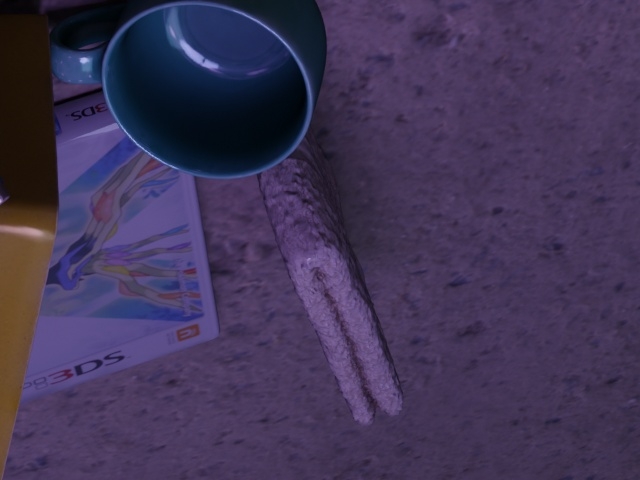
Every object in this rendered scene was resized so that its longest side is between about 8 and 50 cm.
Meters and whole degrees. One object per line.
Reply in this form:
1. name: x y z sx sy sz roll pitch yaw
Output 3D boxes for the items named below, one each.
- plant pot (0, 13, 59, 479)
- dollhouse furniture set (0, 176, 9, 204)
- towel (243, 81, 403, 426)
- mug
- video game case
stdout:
1. plant pot: -0.266 -0.004 1.125 0.187 0.212 0.212 6 127 -16
2. dollhouse furniture set: -0.273 -0.067 0.882 0.286 0.303 0.198 -35 -174 18
3. towel: 0.000 0.000 1.350 0.049 0.187 0.282 -20 151 2
4. mug: -0.072 -0.124 1.183 0.157 0.097 0.129 33 126 -15
5. video game case: -0.228 0.029 1.387 0.300 0.036 0.329 -19 149 -9
